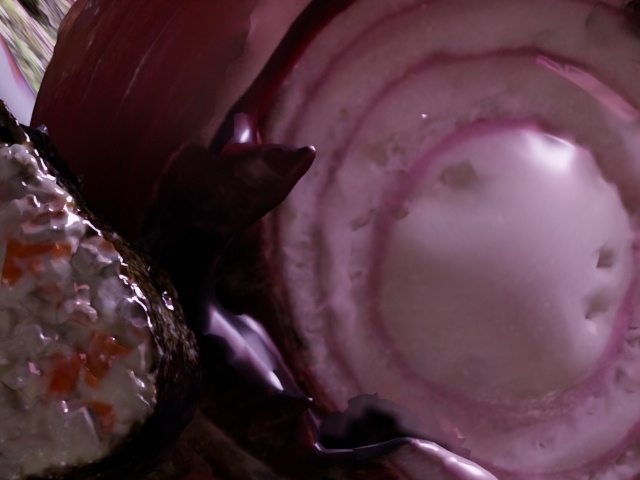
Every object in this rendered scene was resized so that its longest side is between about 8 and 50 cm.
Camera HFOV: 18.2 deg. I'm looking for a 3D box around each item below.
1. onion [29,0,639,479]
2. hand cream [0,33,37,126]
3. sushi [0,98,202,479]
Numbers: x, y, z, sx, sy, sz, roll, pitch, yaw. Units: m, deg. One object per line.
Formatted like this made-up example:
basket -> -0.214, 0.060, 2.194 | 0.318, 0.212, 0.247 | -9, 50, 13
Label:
onion -> 0.028, 0.001, 0.838 | 0.341, 0.341, 0.341 | 53, 5, -7
hand cream -> -0.201, -0.135, 0.978 | 0.124, 0.078, 0.341 | 56, 1, 35
sushi -> -0.104, 0.017, 0.661 | 0.150, 0.090, 0.078 | 53, 1, 18
